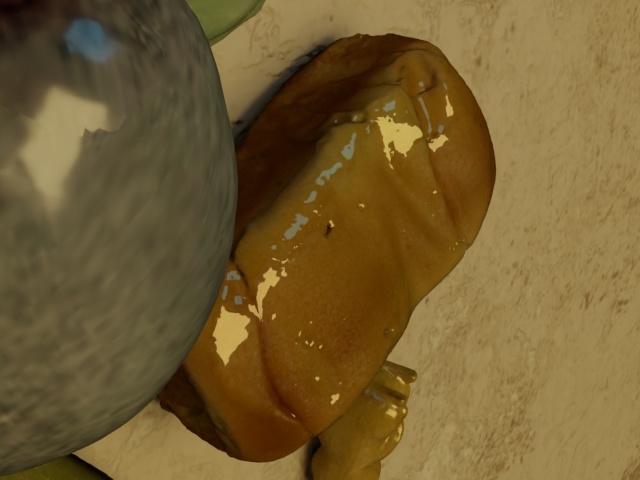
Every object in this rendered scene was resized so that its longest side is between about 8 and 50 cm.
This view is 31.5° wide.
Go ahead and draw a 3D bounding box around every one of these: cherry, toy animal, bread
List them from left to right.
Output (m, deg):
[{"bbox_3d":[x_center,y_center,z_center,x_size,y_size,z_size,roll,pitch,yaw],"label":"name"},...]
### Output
[{"bbox_3d":[-0.159,-0.021,0.486,0.255,0.218,0.296,-32,140,-9],"label":"cherry"},{"bbox_3d":[0.000,0.000,0.754,0.294,0.132,0.167,-46,127,-27],"label":"bread"},{"bbox_3d":[0.018,0.167,0.895,0.070,0.083,0.159,-52,156,-65],"label":"toy animal"}]

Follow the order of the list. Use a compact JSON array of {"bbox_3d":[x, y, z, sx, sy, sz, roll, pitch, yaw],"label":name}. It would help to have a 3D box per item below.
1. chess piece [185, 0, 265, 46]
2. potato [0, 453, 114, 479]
[{"bbox_3d":[-0.109,-0.199,0.562,0.176,0.175,0.298,-54,150,-22],"label":"chess piece"},{"bbox_3d":[-0.177,0.204,0.629,0.111,0.160,0.271,-31,138,16],"label":"potato"}]
